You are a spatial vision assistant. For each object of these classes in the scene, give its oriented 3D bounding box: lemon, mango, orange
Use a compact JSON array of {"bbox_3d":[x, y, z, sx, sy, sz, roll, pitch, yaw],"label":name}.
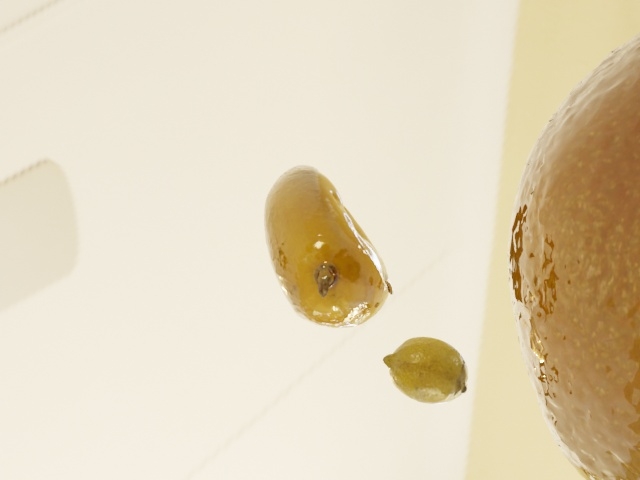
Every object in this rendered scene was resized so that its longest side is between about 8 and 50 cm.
[{"bbox_3d":[0.130,0.160,1.746,0.082,0.111,0.082,-160,90,-86],"label":"lemon"},{"bbox_3d":[0.000,0.000,0.932,0.066,0.187,0.101,-29,-66,9],"label":"mango"},{"bbox_3d":[0.209,0.019,0.640,0.264,0.264,0.264,-39,-35,-35],"label":"orange"}]
